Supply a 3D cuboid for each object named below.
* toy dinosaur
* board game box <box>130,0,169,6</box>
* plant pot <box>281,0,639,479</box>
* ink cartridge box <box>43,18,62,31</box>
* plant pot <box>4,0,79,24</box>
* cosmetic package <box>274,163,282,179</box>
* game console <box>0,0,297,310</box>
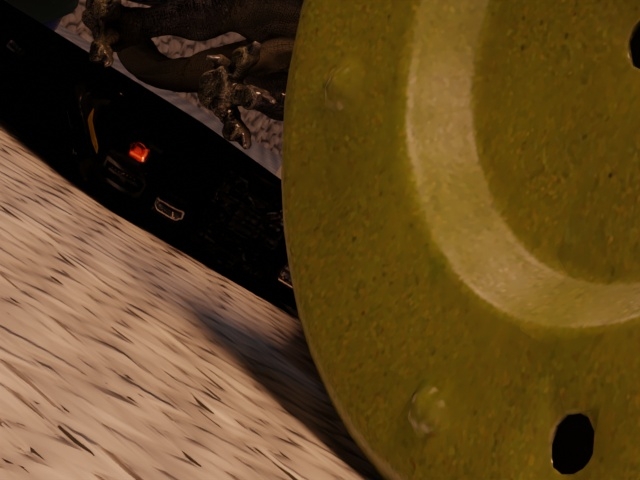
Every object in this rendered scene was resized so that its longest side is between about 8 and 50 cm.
[{"bbox_3d":[-0.020,-0.069,0.728,0.268,0.064,0.118,7,8,40],"label":"toy dinosaur"},{"bbox_3d":[-0.021,-0.121,0.752,0.210,0.047,0.160,4,-1,35],"label":"board game box"},{"bbox_3d":[0.193,-0.013,0.529,0.353,0.366,0.366,16,12,-38],"label":"plant pot"},{"bbox_3d":[-0.210,-0.305,1.074,0.324,0.330,0.071,31,9,-14],"label":"ink cartridge box"},{"bbox_3d":[-0.204,-0.276,0.844,0.341,0.341,0.334,34,-4,39],"label":"plant pot"},{"bbox_3d":[0.069,-0.076,0.972,0.099,0.239,0.060,31,3,-19],"label":"cosmetic package"},{"bbox_3d":[0.010,0.009,0.849,0.361,0.044,0.213,32,3,-26],"label":"game console"}]
